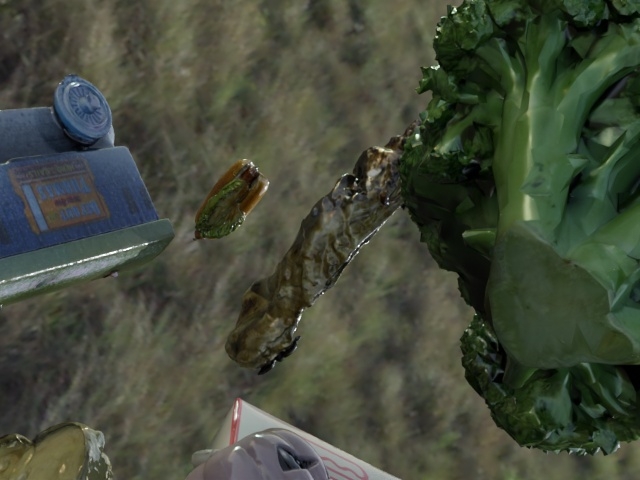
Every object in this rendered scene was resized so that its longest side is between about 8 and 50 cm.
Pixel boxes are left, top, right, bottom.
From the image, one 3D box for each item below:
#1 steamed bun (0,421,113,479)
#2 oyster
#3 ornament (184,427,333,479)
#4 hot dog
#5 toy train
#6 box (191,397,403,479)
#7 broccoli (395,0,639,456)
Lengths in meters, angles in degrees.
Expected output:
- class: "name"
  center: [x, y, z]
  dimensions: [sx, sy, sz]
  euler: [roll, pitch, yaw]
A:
- class: "steamed bun"
  center: [-0.297, 0.294, 1.261]
  dimensions: [0.192, 0.178, 0.106]
  euler: [-94, 158, -50]
- class: "oyster"
  center: [0.000, 0.001, 1.315]
  dimensions: [0.079, 0.345, 0.128]
  euler: [34, 13, -18]
- class: "ornament"
  center: [-0.076, 0.291, 1.353]
  dimensions: [0.177, 0.178, 0.177]
  euler: [51, 26, -36]
- class: "hot dog"
  center: [-0.108, -0.041, 1.388]
  dimensions: [0.056, 0.133, 0.041]
  euler: [47, 32, 6]
- class: "toy train"
  center: [-0.279, -0.044, 1.126]
  dimensions: [0.300, 0.131, 0.201]
  euler: [-18, 82, -57]
- class: "box"
  center: [-0.067, 0.464, 1.705]
  dimensions: [0.312, 0.314, 0.300]
  euler: [28, 17, -9]
- class: "broccoli"
  center: [0.228, -0.011, 0.887]
  dimensions: [0.310, 0.321, 0.413]
  euler: [-100, -169, -60]
